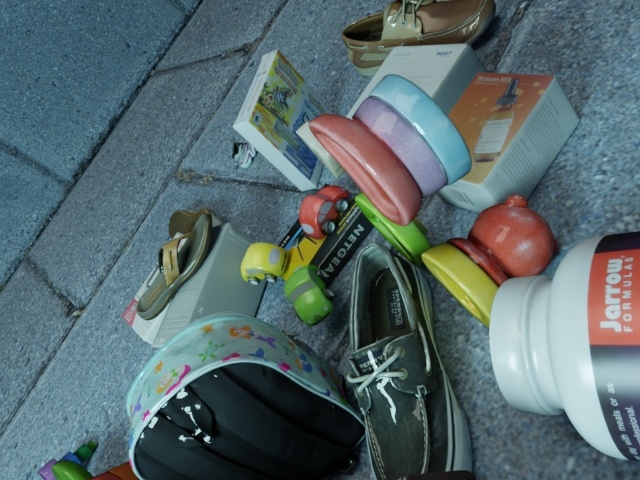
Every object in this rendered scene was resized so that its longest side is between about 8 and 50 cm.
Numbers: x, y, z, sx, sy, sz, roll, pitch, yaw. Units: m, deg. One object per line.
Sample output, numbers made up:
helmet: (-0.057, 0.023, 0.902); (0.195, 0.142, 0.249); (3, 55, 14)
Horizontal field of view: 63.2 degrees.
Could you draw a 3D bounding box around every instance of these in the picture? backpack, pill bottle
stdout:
backpack: (-0.100, 0.207, 0.638); (0.225, 0.253, 0.191); (-47, 36, 8)
pill bottle: (0.302, 0.074, 0.377); (0.323, 0.181, 0.181); (-11, 53, 42)

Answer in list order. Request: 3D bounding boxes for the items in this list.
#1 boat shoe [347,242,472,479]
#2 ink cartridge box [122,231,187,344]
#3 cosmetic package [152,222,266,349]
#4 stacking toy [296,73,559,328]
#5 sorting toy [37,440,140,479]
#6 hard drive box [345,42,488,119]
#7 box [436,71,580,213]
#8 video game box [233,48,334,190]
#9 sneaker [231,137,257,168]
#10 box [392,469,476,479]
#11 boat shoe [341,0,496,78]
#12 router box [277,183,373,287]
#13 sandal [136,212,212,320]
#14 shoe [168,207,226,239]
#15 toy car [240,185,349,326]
boat shoe: (0.078, 0.150, 0.607); (0.121, 0.119, 0.335); (-31, 42, 26)
ink cartridge box: (-0.292, 0.104, 1.072); (0.159, 0.092, 0.217); (18, 72, 52)
cosmetic package: (-0.184, 0.102, 0.929); (0.107, 0.127, 0.237); (-9, 55, 45)
stacking toy: (0.123, -0.070, 0.627); (0.130, 0.309, 0.279); (-42, 26, 0)
sorting toy: (-0.376, 0.406, 0.926); (0.366, 0.127, 0.126); (-14, 21, 43)
hard drive box: (0.141, -0.209, 0.872); (0.232, 0.089, 0.181); (-56, 36, -5)
box: (0.234, -0.130, 0.702); (0.170, 0.091, 0.130); (-56, 36, -5)
video game box: (-0.058, -0.229, 1.008); (0.048, 0.205, 0.187); (-11, 53, 37)
sneaker: (-0.184, -0.231, 1.258); (0.038, 0.069, 0.098); (-1, 59, 46)
box: (0.084, 0.310, 0.387); (0.167, 0.168, 0.203); (-42, 54, 12)
boat shoe: (0.165, -0.395, 0.980); (0.324, 0.116, 0.123); (-2, 58, 46)
router box: (0.000, 0.000, 0.882); (0.178, 0.046, 0.133); (-53, 37, -2)
sandal: (-0.263, 0.042, 0.910); (0.219, 0.060, 0.090); (-49, 34, 8)
shoe: (-0.299, -0.034, 1.236); (0.219, 0.058, 0.076); (-3, 78, 51)
toy car: (-0.036, 0.033, 0.809); (0.239, 0.053, 0.225); (-40, 39, 16)
